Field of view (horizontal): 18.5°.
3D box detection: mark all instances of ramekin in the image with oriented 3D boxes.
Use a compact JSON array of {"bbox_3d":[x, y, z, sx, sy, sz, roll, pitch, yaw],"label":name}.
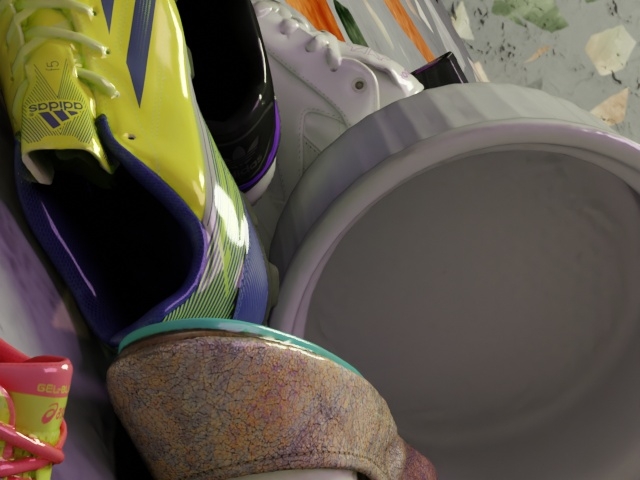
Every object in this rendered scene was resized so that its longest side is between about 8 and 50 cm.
[{"bbox_3d":[0.097,0.042,1.141,0.277,0.277,0.135,57,5,-24],"label":"ramekin"}]

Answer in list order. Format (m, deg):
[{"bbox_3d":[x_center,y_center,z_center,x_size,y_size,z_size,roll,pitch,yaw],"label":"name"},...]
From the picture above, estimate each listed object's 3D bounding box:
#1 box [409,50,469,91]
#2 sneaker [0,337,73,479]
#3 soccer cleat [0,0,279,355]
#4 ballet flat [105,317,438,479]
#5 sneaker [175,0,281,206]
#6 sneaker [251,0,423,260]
[{"bbox_3d":[0.048,-0.042,1.369,0.116,0.162,0.029,60,16,-7],"label":"box"},{"bbox_3d":[-0.110,0.075,0.596,0.208,0.094,0.081,64,10,5],"label":"sneaker"},{"bbox_3d":[-0.112,-0.070,0.931,0.121,0.093,0.289,5,56,-64],"label":"soccer cleat"},{"bbox_3d":[-0.003,0.124,0.935,0.316,0.107,0.106,38,40,-61],"label":"ballet flat"},{"bbox_3d":[-0.096,-0.161,1.069,0.293,0.102,0.146,63,-9,8],"label":"sneaker"},{"bbox_3d":[-0.028,-0.106,1.218,0.305,0.152,0.114,59,13,-9],"label":"sneaker"}]
